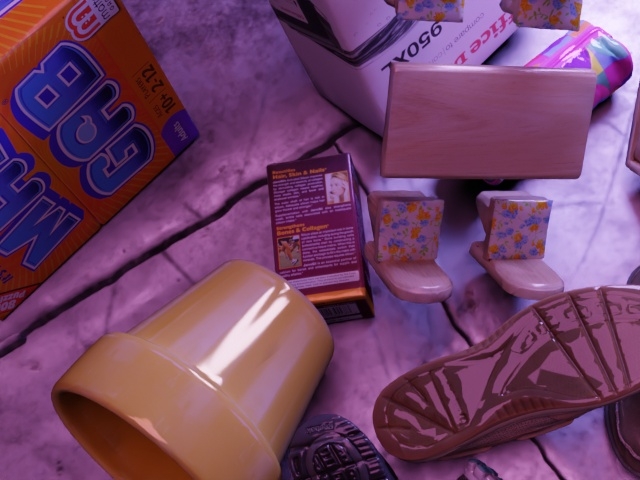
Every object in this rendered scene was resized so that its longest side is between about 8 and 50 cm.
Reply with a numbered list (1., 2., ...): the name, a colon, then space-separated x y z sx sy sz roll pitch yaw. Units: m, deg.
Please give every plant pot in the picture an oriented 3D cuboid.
1. plant pot: -0.116 0.159 1.145 0.254 0.254 0.239 30 59 21

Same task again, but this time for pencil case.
1. pencil case: 0.261 -0.165 1.274 0.236 0.104 0.104 -39 66 -9

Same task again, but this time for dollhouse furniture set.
1. dollhouse furniture set: 0.266 -0.110 1.081 0.394 0.362 0.256 0 20 -14

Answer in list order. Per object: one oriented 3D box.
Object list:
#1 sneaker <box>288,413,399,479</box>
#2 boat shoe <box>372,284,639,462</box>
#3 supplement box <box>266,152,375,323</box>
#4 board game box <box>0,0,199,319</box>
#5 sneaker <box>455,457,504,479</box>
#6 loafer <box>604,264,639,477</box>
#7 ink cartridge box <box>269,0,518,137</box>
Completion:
1. sneaker: 0.070 0.303 1.109 0.109 0.130 0.286 -26 87 6
2. boat shoe: 0.224 0.143 1.123 0.341 0.110 0.121 -21 66 12
3. supplement box: 0.000 0.000 1.265 0.104 0.081 0.188 -9 66 8
4. board game box: -0.432 -0.193 1.279 0.356 0.356 0.356 -44 66 -9
5. sneaker: 0.192 0.312 1.114 0.076 0.065 0.166 -45 62 8
6. loafer: 0.355 0.128 1.137 0.094 0.087 0.251 2 67 12
7. ink cartridge box: 0.079 -0.348 1.213 0.285 0.395 0.166 -43 53 -8
